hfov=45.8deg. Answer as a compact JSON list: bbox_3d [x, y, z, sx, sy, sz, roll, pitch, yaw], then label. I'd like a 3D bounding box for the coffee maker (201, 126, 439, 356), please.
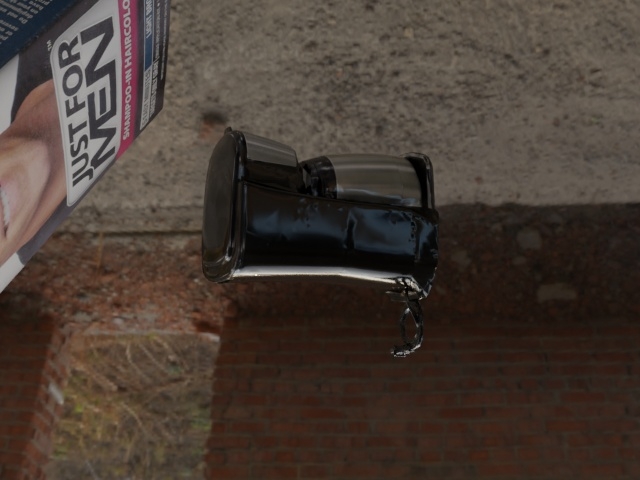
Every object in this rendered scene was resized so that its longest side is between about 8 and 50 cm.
[{"bbox_3d":[0.000,0.000,0.620,0.178,0.171,0.120,3,149,-24],"label":"coffee maker"}]

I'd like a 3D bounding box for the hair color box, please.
[{"bbox_3d":[-0.218,-0.049,0.429,0.105,0.347,0.174,27,145,5],"label":"hair color box"}]
